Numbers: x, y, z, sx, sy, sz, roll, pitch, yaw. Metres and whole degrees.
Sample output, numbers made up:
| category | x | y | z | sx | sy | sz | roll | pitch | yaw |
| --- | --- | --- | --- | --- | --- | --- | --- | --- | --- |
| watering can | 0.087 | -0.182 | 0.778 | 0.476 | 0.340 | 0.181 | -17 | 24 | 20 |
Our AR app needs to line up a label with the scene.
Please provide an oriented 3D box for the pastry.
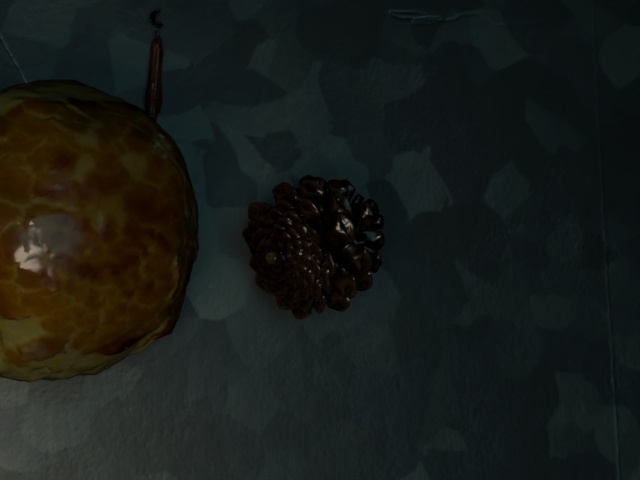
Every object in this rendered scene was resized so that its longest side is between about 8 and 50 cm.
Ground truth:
| category | x | y | z | sx | sy | sz | roll | pitch | yaw |
| --- | --- | --- | --- | --- | --- | --- | --- | --- | --- |
| pastry | -0.324 | -0.016 | 1.674 | 0.388 | 0.312 | 0.389 | 15 | 64 | -33 |

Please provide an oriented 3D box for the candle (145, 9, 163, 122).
| category | x | y | z | sx | sy | sz | roll | pitch | yaw |
| --- | --- | --- | --- | --- | --- | --- | --- | --- | --- |
| candle | -0.236 | -0.247 | 1.912 | 0.026 | 0.021 | 0.167 | 11 | 76 | -40 |

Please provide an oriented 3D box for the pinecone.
| category | x | y | z | sx | sy | sz | roll | pitch | yaw |
| --- | --- | --- | --- | --- | --- | --- | --- | --- | --- |
| pinecone | 0.000 | 0.000 | 1.851 | 0.207 | 0.208 | 0.208 | 2 | 81 | -15 |
